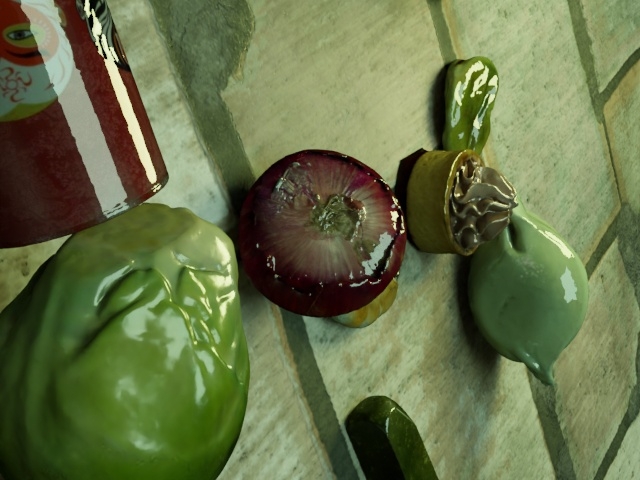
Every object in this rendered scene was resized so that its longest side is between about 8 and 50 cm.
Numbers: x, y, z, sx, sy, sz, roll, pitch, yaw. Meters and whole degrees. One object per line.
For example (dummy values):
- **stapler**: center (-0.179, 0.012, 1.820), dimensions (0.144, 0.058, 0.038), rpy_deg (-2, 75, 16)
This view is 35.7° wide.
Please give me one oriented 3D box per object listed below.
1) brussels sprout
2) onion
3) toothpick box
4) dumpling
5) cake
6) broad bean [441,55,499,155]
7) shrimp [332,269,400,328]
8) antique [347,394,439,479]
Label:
- **brussels sprout**: center (-0.207, 0.134, 1.020), dimensions (0.344, 0.268, 0.344), rpy_deg (-174, -90, -85)
- **onion**: center (-0.002, -0.006, 1.371), dimensions (0.248, 0.161, 0.248), rpy_deg (11, 63, -24)
- **toothpick box**: center (-0.296, -0.183, 0.972), dimensions (0.204, 0.204, 0.333), rpy_deg (-38, 118, -48)
- **dumpling**: center (0.374, 0.083, 1.886), dimensions (0.212, 0.270, 0.320), rpy_deg (17, 99, -30)
- **cake**: center (0.249, -0.070, 1.729), dimensions (0.207, 0.178, 0.185), rpy_deg (51, 50, -35)
- **broad bean**: center (0.275, -0.249, 1.859), dimensions (0.153, 0.072, 0.206), rpy_deg (30, 65, -42)
- **shrimp**: center (0.055, 0.045, 1.545), dimensions (0.287, 0.068, 0.185), rpy_deg (47, 51, -42)
- **antique**: center (0.119, 0.348, 1.601), dimensions (0.080, 0.081, 0.221), rpy_deg (-47, 125, -45)
